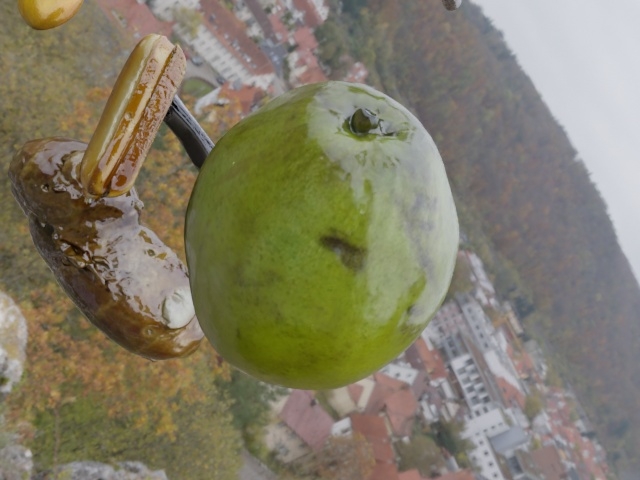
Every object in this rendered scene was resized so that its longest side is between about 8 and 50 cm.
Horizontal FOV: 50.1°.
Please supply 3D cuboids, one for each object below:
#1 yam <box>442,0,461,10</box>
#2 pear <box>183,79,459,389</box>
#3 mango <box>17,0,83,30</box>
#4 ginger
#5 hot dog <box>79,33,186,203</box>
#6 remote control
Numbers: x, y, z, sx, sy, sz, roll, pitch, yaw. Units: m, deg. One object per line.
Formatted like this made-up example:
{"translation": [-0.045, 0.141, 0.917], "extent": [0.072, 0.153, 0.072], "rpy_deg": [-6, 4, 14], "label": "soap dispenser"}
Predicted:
{"translation": [0.210, -0.457, 1.191], "extent": [0.327, 0.045, 0.045], "rpy_deg": [-11, 104, -72], "label": "yam"}
{"translation": [0.000, 0.000, 0.520], "extent": [0.269, 0.212, 0.212], "rpy_deg": [106, -31, -55], "label": "pear"}
{"translation": [-0.240, -0.225, 0.608], "extent": [0.046, 0.060, 0.089], "rpy_deg": [145, -38, -67], "label": "mango"}
{"translation": [-0.321, 0.009, 1.047], "extent": [0.418, 0.176, 0.254], "rpy_deg": [52, -31, -2], "label": "ginger"}
{"translation": [-0.245, -0.151, 0.869], "extent": [0.062, 0.236, 0.092], "rpy_deg": [27, -1, 16], "label": "hot dog"}
{"translation": [-0.211, -0.173, 1.051], "extent": [0.212, 0.059, 0.028], "rpy_deg": [54, 48, -10], "label": "remote control"}
